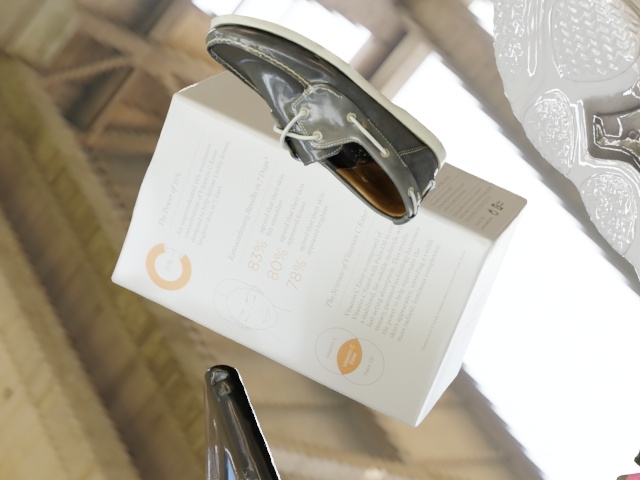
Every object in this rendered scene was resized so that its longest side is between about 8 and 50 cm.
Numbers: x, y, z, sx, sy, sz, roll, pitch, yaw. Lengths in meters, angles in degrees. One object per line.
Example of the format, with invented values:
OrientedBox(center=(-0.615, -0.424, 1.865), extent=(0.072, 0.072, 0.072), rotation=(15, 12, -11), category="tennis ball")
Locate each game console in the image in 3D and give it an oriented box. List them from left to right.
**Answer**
OrientedBox(center=(-0.049, 0.336, 1.419), extent=(0.060, 0.342, 0.386), rotation=(-10, -153, -11), category="game console")

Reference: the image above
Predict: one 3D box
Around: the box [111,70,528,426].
OrientedBox(center=(0.000, 0.000, 1.692), extent=(0.345, 0.215, 0.168), rotation=(25, -158, 11), category="box")

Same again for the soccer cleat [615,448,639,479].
OrientedBox(center=(0.232, 0.230, 1.097), extent=(0.143, 0.331, 0.116), rotation=(32, 158, 14), category="soccer cleat")

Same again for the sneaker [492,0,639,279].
OrientedBox(center=(0.208, -0.065, 0.938), extent=(0.153, 0.101, 0.268), rotation=(-12, -114, -41), category="sneaker")

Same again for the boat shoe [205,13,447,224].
OrientedBox(center=(-0.001, -0.102, 1.386), extent=(0.233, 0.079, 0.084), rotation=(36, 155, -17), category="boat shoe")
